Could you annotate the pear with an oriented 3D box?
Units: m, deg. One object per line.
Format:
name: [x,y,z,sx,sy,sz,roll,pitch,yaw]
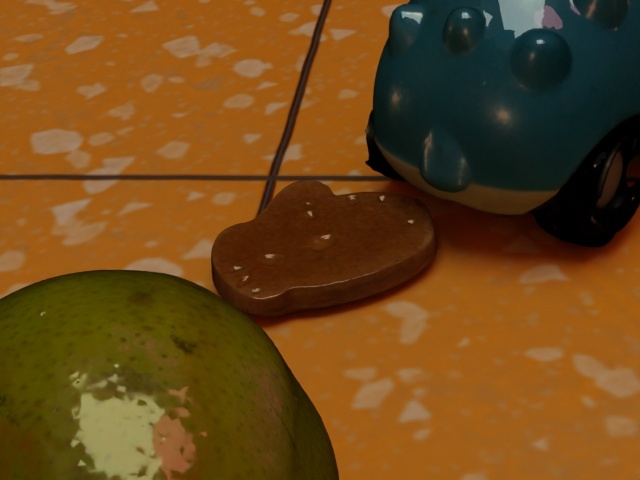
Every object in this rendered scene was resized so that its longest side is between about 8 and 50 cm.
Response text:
pear: [-0.076,0.111,0.483,0.187,0.187,0.219,-12,29,-8]

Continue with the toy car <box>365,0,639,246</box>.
toy car: [0.145,-0.126,0.782,0.188,0.190,0.255,23,42,36]

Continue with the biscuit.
biscuit: [0.000,0.001,0.765,0.140,0.023,0.118,-11,35,-6]
